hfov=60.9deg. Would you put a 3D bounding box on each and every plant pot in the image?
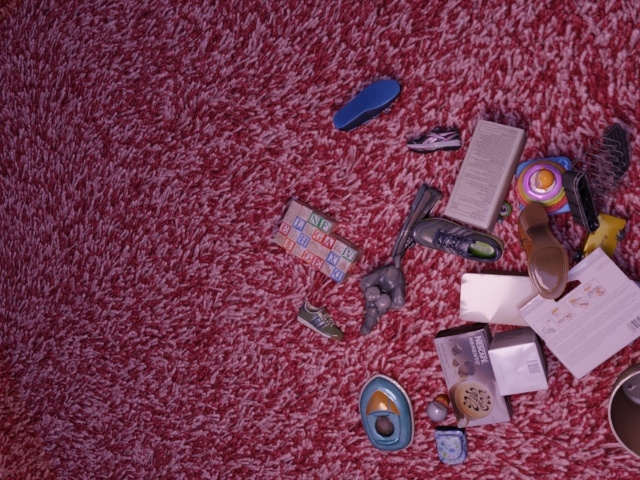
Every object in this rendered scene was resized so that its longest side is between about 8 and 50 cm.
[{"bbox_3d":[0.919,0.438,1.494,0.256,0.274,0.256,1,94,23],"label":"plant pot"}]

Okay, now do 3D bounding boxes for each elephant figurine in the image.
[{"bbox_3d":[0.203,0.191,1.845,0.186,0.239,0.169,-17,65,-8],"label":"elephant figurine"}]

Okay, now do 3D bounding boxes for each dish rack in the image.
[{"bbox_3d":[0.789,-0.183,1.519,0.271,0.208,0.074,-43,36,-11],"label":"dish rack"}]

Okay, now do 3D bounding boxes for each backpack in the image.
[{"bbox_3d":[0.433,0.682,1.807,0.105,0.084,0.114,-9,93,24],"label":"backpack"}]

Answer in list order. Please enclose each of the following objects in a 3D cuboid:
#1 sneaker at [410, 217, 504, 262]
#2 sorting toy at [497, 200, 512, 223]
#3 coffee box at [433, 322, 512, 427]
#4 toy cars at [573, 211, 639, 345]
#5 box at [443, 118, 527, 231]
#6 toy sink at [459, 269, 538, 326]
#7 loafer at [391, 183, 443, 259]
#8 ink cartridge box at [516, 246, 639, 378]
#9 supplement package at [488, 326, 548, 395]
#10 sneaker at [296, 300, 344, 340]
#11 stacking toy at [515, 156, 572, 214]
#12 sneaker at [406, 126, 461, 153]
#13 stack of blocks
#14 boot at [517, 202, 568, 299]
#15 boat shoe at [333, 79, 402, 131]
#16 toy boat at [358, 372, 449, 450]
[{"bbox_3d":[0.434,0.000,1.717,0.300,0.121,0.111,12,98,9],"label":"sneaker"},{"bbox_3d":[0.560,-0.082,1.730,0.102,0.042,0.061,-32,81,20],"label":"sorting toy"},{"bbox_3d":[0.490,0.427,1.749,0.168,0.119,0.297,-16,88,23],"label":"coffee box"},{"bbox_3d":[0.859,0.109,1.603,0.176,0.087,0.394,-23,89,18],"label":"toy cars"},{"bbox_3d":[0.509,-0.196,1.676,0.148,0.121,0.311,23,95,26],"label":"box"},{"bbox_3d":[0.560,0.174,1.700,0.234,0.131,0.153,2,94,17],"label":"toy sink"},{"bbox_3d":[0.320,-0.050,1.804,0.084,0.096,0.267,24,100,13],"label":"loafer"},{"bbox_3d":[0.763,0.205,1.559,0.296,0.066,0.261,-43,84,15],"label":"ink cartridge box"},{"bbox_3d":[0.597,0.352,1.634,0.134,0.244,0.139,-16,88,23],"label":"supplement package"},{"bbox_3d":[0.005,0.284,1.962,0.192,0.064,0.086,24,107,22],"label":"sneaker"},{"bbox_3d":[0.637,-0.162,1.552,0.165,0.302,0.175,-7,88,22],"label":"stacking toy"},{"bbox_3d":[0.371,-0.331,1.786,0.178,0.072,0.077,-1,81,14],"label":"sneaker"},{"bbox_3d":[0.000,0.000,1.935,0.297,0.087,0.171,32,104,17],"label":"stack of blocks"},{"bbox_3d":[0.633,0.047,1.586,0.109,0.220,0.283,-17,70,11],"label":"boot"},{"bbox_3d":[0.162,-0.459,1.846,0.258,0.089,0.109,-22,72,27],"label":"boat shoe"},{"bbox_3d":[0.276,0.574,1.829,0.318,0.148,0.267,-16,87,22],"label":"toy boat"}]
